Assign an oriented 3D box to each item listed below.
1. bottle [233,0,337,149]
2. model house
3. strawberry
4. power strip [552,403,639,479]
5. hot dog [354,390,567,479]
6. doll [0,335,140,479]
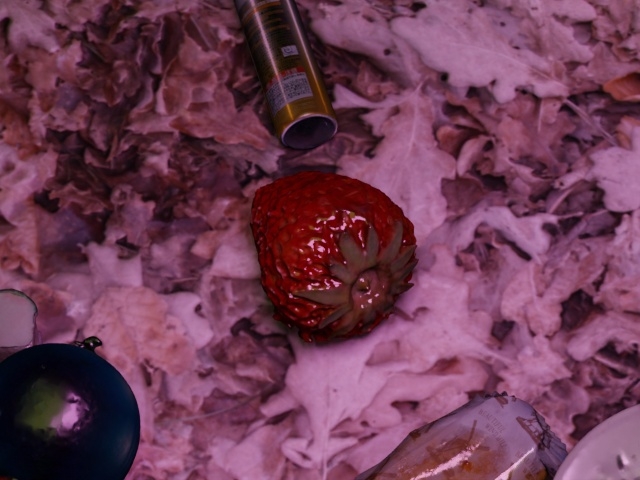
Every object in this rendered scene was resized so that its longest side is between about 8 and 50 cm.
[{"bbox_3d":[-0.054,-0.256,2.309,0.082,0.082,0.286,-16,60,-5],"label":"bottle"},{"bbox_3d":[-0.389,0.121,2.105,0.100,0.100,0.088,-2,57,1],"label":"model house"},{"bbox_3d":[0.000,0.000,2.119,0.205,0.205,0.244,-32,40,-14],"label":"strawberry"},{"bbox_3d":[0.402,0.360,1.865,0.357,0.161,0.357,-2,61,3],"label":"power strip"},{"bbox_3d":[0.154,0.280,1.976,0.270,0.082,0.162,-35,55,-11],"label":"hot dog"},{"bbox_3d":[-0.319,0.252,1.974,0.198,0.186,0.322,12,64,11],"label":"doll"}]
